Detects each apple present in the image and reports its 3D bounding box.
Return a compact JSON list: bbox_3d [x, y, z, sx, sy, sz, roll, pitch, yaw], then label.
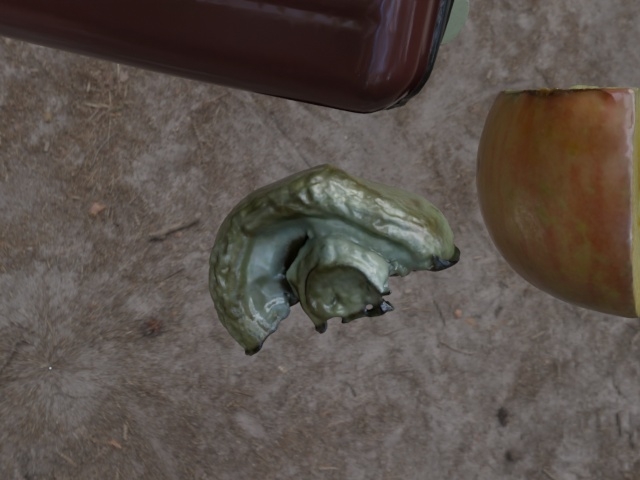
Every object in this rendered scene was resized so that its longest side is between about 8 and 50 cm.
[{"bbox_3d":[0.350,-0.057,0.932,0.252,0.314,0.309,-4,102,-19],"label":"apple"}]

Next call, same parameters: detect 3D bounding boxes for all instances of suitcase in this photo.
[{"bbox_3d":[-0.061,-0.206,0.380,0.296,0.161,0.237,14,114,10],"label":"suitcase"}]

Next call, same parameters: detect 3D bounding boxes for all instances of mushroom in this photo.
[{"bbox_3d":[0.005,-0.003,0.757,0.164,0.266,0.189,64,27,-9],"label":"mushroom"}]

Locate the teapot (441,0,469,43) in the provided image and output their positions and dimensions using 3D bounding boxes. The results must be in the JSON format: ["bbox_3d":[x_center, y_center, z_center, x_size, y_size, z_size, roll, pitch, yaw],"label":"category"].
[{"bbox_3d":[0.121,-0.340,0.893,0.077,0.107,0.201,-10,59,-11],"label":"teapot"}]
